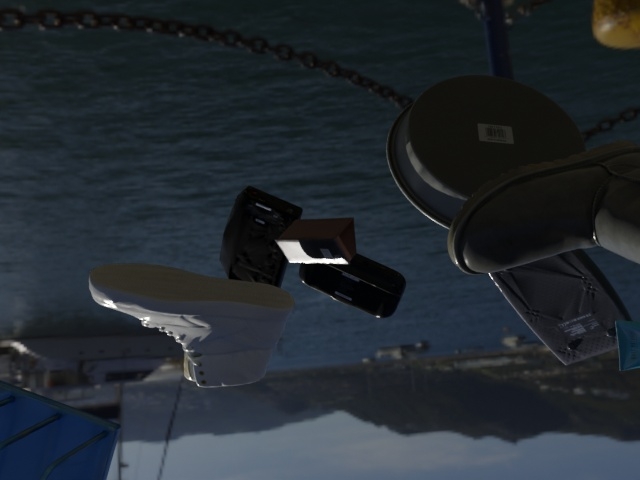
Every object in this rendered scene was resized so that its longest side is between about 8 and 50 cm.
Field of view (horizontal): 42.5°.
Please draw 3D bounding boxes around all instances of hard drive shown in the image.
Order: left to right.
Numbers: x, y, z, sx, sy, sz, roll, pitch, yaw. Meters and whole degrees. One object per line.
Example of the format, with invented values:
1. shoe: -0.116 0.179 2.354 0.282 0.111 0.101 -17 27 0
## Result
1. hard drive: 0.418 0.092 1.429 0.172 0.254 0.054 -32 -168 44

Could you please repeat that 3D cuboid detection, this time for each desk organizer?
1. desk organizer: 0.000 0.000 1.191 0.130 0.047 0.050 0 -140 48

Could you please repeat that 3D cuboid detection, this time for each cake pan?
1. cake pan: 0.241 -0.128 1.157 0.293 0.293 0.054 -4 144 -10

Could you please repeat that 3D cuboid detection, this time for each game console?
1. game console: -0.020 0.051 1.560 0.361 0.213 0.044 24 -144 9

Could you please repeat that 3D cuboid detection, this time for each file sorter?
1. file sorter: -0.254 0.172 0.586 0.170 0.118 0.104 17 -174 9

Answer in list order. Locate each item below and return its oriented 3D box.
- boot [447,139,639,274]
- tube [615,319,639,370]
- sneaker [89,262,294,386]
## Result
1. boot: 0.204 0.001 0.534 0.190 0.076 0.208 -27 -151 -4
2. tube: 0.570 0.158 1.279 0.207 0.080 0.052 -5 177 16
3. sneaker: -0.198 0.135 1.191 0.292 0.169 0.108 12 -156 -17
